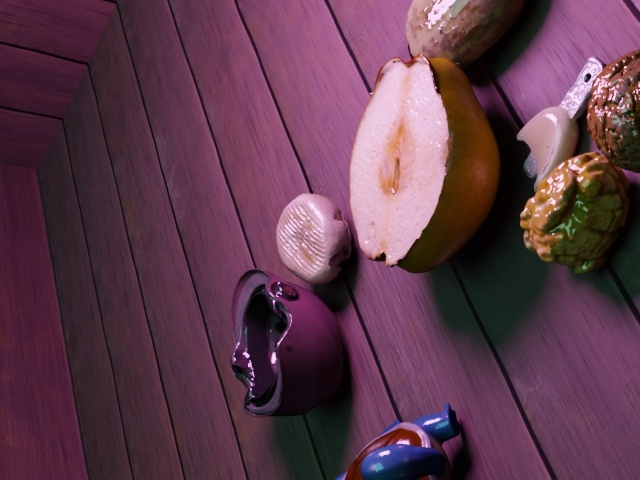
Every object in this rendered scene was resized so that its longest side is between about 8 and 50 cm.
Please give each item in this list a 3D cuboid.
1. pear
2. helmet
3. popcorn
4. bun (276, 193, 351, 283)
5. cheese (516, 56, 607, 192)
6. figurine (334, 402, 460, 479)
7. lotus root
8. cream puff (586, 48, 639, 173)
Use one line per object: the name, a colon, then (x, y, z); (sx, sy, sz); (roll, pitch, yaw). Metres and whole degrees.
pear: (0.207, -0.135, 1.879); (0.340, 0.191, 0.386); (19, 101, 62)
helmet: (-0.064, 0.222, 2.206); (0.338, 0.197, 0.271); (-109, 34, -45)
popcorn: (0.397, -0.037, 1.622); (0.194, 0.140, 0.163); (-44, 43, 45)
bun: (0.000, 0.000, 2.231); (0.193, 0.128, 0.178); (48, 123, 37)
cheese: (0.406, -0.198, 1.719); (0.235, 0.050, 0.127); (-61, 37, 31)
figurine: (0.154, 0.447, 1.843); (0.416, 0.243, 0.297); (115, 140, -60)
lotus root: (0.276, -0.433, 1.889); (0.309, 0.173, 0.173); (-43, 49, 35)
cream puff: (0.486, -0.190, 1.452); (0.169, 0.183, 0.183); (178, 100, -81)
